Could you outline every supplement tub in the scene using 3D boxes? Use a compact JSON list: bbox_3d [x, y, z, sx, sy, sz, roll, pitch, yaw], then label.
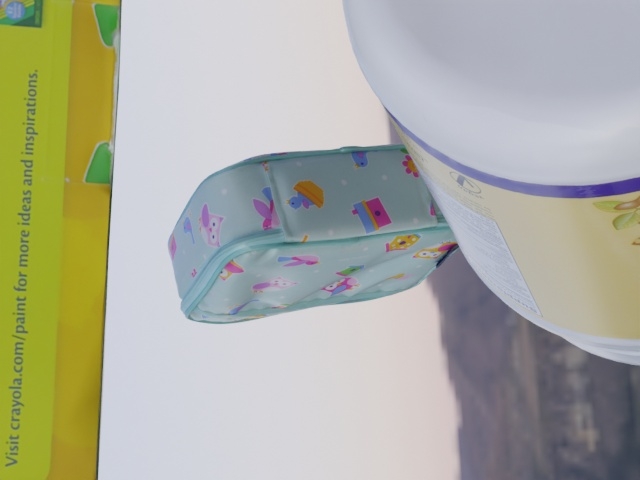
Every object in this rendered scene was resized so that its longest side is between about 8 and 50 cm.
[{"bbox_3d":[0.165,-0.081,0.905,0.331,0.241,0.241,53,-148,-60],"label":"supplement tub"}]

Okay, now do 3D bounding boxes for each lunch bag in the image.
[{"bbox_3d":[0.000,0.000,1.643,0.224,0.279,0.108,128,132,-58],"label":"lunch bag"}]

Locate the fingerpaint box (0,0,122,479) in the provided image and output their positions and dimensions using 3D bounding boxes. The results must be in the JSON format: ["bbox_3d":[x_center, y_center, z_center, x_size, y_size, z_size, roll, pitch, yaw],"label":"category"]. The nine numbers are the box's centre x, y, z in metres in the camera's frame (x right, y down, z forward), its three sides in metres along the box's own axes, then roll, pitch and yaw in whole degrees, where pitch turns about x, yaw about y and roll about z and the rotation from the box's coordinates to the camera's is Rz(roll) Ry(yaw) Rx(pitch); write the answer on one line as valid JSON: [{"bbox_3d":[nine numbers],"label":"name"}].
[{"bbox_3d":[-0.291,-0.072,0.867,0.163,0.371,0.445,145,126,-77],"label":"fingerpaint box"}]
